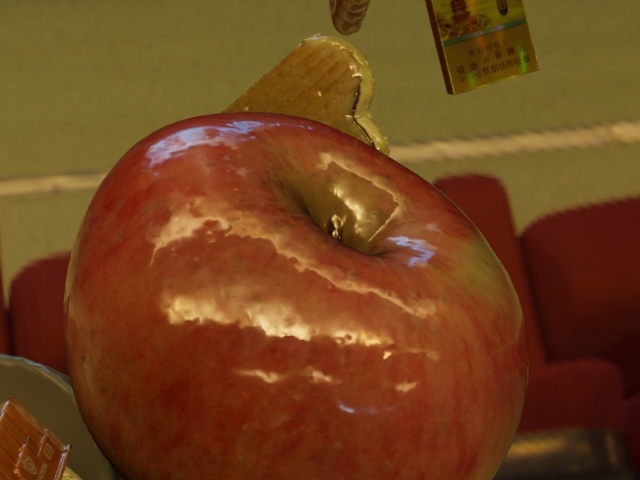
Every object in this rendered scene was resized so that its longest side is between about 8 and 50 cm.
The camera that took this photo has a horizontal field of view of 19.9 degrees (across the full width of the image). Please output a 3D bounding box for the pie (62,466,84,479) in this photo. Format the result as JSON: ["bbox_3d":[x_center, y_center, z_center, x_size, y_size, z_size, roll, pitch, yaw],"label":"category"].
[{"bbox_3d":[-0.204,0.171,1.222,0.187,0.187,0.041,31,64,17],"label":"pie"}]

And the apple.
[{"bbox_3d":[-0.024,0.078,1.314,0.345,0.269,0.345,19,33,-13],"label":"apple"}]

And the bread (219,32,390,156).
[{"bbox_3d":[-0.031,-0.062,1.805,0.056,0.286,0.207,-7,68,-51],"label":"bread"}]

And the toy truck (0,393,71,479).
[{"bbox_3d":[-0.237,0.141,0.982,0.177,0.115,0.080,-30,23,18],"label":"toy truck"}]

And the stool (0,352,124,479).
[{"bbox_3d":[-0.230,0.257,1.502,0.297,0.330,0.297,-6,67,15],"label":"stool"}]

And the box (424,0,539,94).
[{"bbox_3d":[0.196,-0.293,2.302,0.121,0.193,0.030,-18,12,-13],"label":"box"}]

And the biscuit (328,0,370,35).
[{"bbox_3d":[0.022,-0.400,1.941,0.044,0.217,0.325,-2,70,-12],"label":"biscuit"}]
